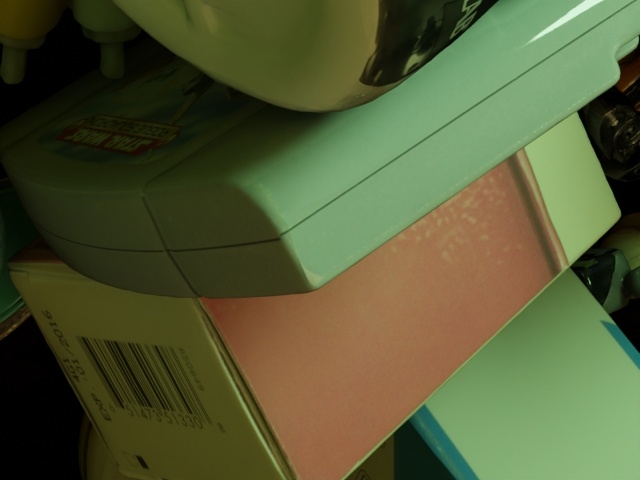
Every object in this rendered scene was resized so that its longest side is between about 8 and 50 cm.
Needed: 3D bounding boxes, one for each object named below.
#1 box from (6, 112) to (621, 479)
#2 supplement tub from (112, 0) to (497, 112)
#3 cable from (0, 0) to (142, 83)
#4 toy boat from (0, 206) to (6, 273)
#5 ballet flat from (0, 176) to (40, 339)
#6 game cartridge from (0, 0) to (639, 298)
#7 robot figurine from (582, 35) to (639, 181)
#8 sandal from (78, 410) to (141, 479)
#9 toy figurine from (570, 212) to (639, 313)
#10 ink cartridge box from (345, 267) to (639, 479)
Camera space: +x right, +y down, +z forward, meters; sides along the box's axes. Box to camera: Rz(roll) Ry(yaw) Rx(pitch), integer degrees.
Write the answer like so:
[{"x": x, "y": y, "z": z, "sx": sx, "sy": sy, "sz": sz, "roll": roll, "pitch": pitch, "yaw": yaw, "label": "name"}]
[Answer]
[{"x": 0.000, "y": 0.000, "z": 0.895, "sx": 0.232, "sy": 0.148, "sz": 0.127, "roll": -40, "pitch": 115, "yaw": -32, "label": "box"}, {"x": 0.062, "y": -0.214, "z": 0.664, "sx": 0.338, "sy": 0.207, "sz": 0.207, "roll": -40, "pitch": 153, "yaw": -25, "label": "supplement tub"}, {"x": -0.084, "y": -0.180, "z": 0.732, "sx": 0.139, "sy": 0.072, "sz": 0.287, "roll": -24, "pitch": 148, "yaw": -14, "label": "cable"}, {"x": -0.245, "y": 0.081, "z": 0.822, "sx": 0.267, "sy": 0.148, "sz": 0.318, "roll": -33, "pitch": 165, "yaw": -51, "label": "toy boat"}, {"x": -0.196, "y": 0.039, "z": 0.945, "sx": 0.206, "sy": 0.073, "sz": 0.067, "roll": -36, "pitch": 177, "yaw": 5, "label": "ballet flat"}, {"x": -0.021, "y": -0.054, "z": 0.784, "sx": 0.198, "sy": 0.297, "sz": 0.062, "roll": -30, "pitch": 108, "yaw": -20, "label": "game cartridge"}, {"x": 0.260, "y": -0.118, "z": 1.151, "sx": 0.291, "sy": 0.085, "sz": 0.211, "roll": 11, "pitch": 126, "yaw": -52, "label": "robot figurine"}, {"x": -0.065, "y": 0.058, "z": 1.056, "sx": 0.120, "sy": 0.086, "sz": 0.303, "roll": -20, "pitch": 140, "yaw": -26, "label": "sandal"}, {"x": 0.203, "y": 0.114, "z": 1.290, "sx": 0.148, "sy": 0.213, "sz": 0.210, "roll": -19, "pitch": 144, "yaw": -43, "label": "toy figurine"}, {"x": 0.056, "y": 0.201, "z": 1.181, "sx": 0.166, "sy": 0.285, "sz": 0.395, "roll": -14, "pitch": 143, "yaw": -32, "label": "ink cartridge box"}]
